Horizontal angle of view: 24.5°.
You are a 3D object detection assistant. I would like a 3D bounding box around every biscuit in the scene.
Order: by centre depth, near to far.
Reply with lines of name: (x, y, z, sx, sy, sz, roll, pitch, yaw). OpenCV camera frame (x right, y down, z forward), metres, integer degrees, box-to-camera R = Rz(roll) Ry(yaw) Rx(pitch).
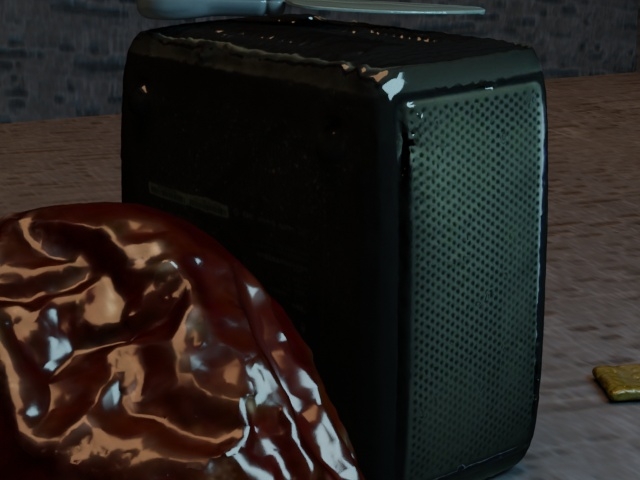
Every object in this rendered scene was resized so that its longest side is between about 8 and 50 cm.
biscuit: (0.338, 0.151, 1.571, 0.081, 0.018, 0.083, -1, 15, -5)

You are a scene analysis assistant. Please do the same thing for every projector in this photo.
projector: (0.000, 0.000, 1.391, 0.242, 0.405, 0.395, -12, 20, -38)

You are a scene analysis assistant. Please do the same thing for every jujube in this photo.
jujube: (-0.113, 0.163, 0.900, 0.276, 0.276, 0.377, -10, 60, -32)

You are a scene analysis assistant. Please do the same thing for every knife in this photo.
knife: (-0.010, -0.224, 1.386, 0.331, 0.044, 0.080, 4, 14, 4)
